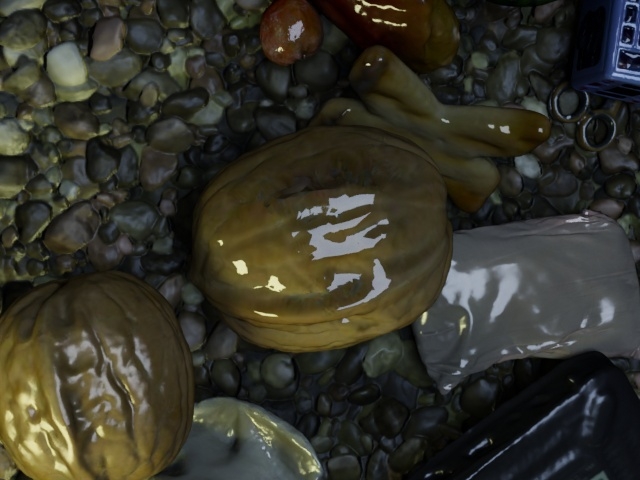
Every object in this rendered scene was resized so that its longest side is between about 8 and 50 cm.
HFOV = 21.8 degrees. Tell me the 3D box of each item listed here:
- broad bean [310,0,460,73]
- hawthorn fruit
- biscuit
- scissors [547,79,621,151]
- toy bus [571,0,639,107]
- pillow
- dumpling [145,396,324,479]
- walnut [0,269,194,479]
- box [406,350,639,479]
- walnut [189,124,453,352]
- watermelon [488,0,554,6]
[{"bbox_3d":[0.058,-0.263,1.622,0.228,0.156,0.122,47,67,-16],"label":"broad bean"},{"bbox_3d":[-0.038,-0.225,1.649,0.066,0.067,0.103,-25,88,-14],"label":"hawthorn fruit"},{"bbox_3d":[0.106,-0.112,1.657,0.207,0.164,0.047,21,54,-16],"label":"biscuit"},{"bbox_3d":[0.335,-0.195,1.782,0.088,0.017,0.220,44,80,-12],"label":"scissors"},{"bbox_3d":[0.344,-0.290,1.714,0.133,0.125,0.292,10,86,-15],"label":"toy bus"},{"bbox_3d":[0.210,0.062,1.736,0.270,0.067,0.173,-9,93,-15],"label":"pillow"},{"bbox_3d":[-0.126,0.279,1.614,0.227,0.175,0.243,37,65,14],"label":"dumpling"},{"bbox_3d":[-0.212,0.137,1.553,0.213,0.213,0.213,-1,94,-16],"label":"walnut"},{"bbox_3d":[0.244,0.298,1.740,0.290,0.073,0.289,-34,114,-10],"label":"box"},{"bbox_3d":[0.000,0.000,1.596,0.260,0.225,0.225,-19,99,-3],"label":"walnut"},{"bbox_3d":[0.205,-0.317,1.638,0.188,0.188,0.215,9,51,-17],"label":"watermelon"}]
